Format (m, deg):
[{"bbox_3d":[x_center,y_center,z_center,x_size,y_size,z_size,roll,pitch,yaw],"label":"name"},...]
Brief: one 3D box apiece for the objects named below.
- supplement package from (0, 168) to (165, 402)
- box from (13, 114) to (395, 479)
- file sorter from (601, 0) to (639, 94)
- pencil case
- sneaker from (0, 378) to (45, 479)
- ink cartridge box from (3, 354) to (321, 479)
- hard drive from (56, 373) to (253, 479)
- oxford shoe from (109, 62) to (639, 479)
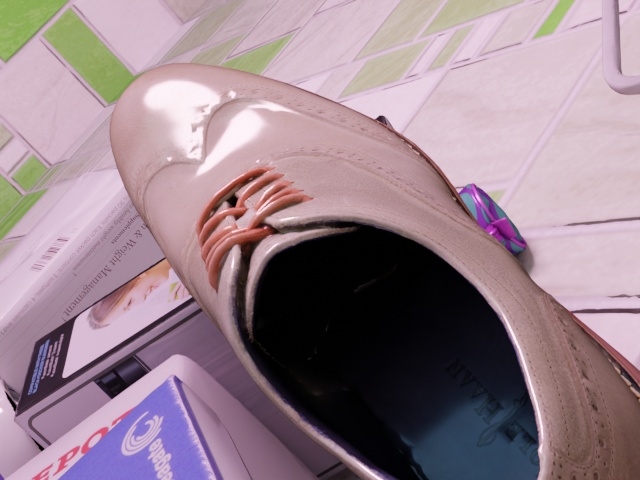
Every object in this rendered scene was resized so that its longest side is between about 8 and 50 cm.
[{"bbox_3d":[-0.171,0.077,0.876,0.194,0.203,0.149,-51,24,-19],"label":"supplement package"},{"bbox_3d":[-0.030,0.073,0.673,0.290,0.169,0.087,-31,27,12],"label":"box"},{"bbox_3d":[0.230,-0.098,0.437,0.173,0.277,0.193,-33,24,33],"label":"file sorter"},{"bbox_3d":[0.072,0.025,0.747,0.151,0.064,0.070,-38,7,12],"label":"pencil case"},{"bbox_3d":[-0.298,0.234,0.743,0.236,0.130,0.323,-32,-13,-24],"label":"sneaker"},{"bbox_3d":[-0.132,0.280,0.489,0.285,0.166,0.395,-36,23,15],"label":"ink cartridge box"},{"bbox_3d":[-0.143,0.205,0.372,0.318,0.040,0.210,-43,23,-3],"label":"hard drive"},{"bbox_3d":[0.000,0.000,0.484,0.397,0.146,0.140,38,92,38],"label":"oxford shoe"}]
